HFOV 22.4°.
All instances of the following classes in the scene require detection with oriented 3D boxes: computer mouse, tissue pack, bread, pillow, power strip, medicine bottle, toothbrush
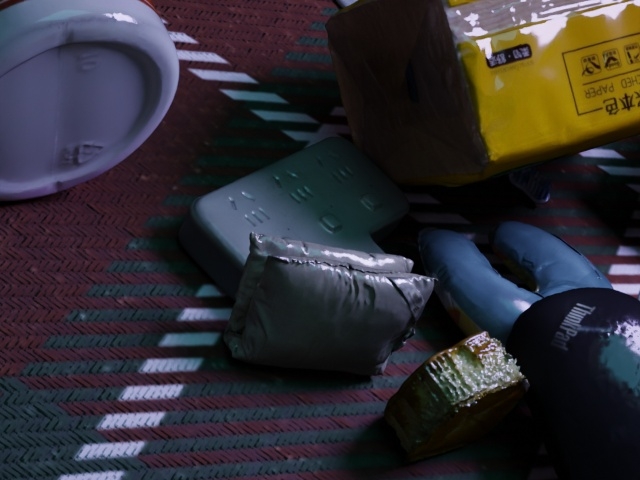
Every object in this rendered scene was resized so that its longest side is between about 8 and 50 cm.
[{"bbox_3d":[0.296,0.165,1.575,0.170,0.100,0.269,-20,78,-11],"label":"computer mouse"},{"bbox_3d":[0.243,-0.204,1.751,0.381,0.293,0.228,-16,97,-24],"label":"tissue pack"},{"bbox_3d":[0.134,0.147,1.546,0.140,0.128,0.069,-15,64,-39],"label":"bread"},{"bbox_3d":[0.223,0.054,1.736,0.233,0.086,0.214,-9,52,-42],"label":"pillow"},{"bbox_3d":[0.000,-0.001,1.661,0.193,0.059,0.265,45,40,14],"label":"power strip"},{"bbox_3d":[-0.289,-0.200,1.520,0.252,0.252,0.241,-6,54,-37],"label":"medicine bottle"},{"bbox_3d":[0.145,-0.181,1.965,0.040,0.040,0.386,-20,59,-44],"label":"toothbrush"},{"bbox_3d":[0.002,0.065,1.538,0.181,0.134,0.078,11,30,-24],"label":"pillow"}]

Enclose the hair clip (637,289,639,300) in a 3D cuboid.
[{"bbox_3d":[0.398,0.165,1.715,0.172,0.113,0.282,8,47,-27],"label":"hair clip"}]
